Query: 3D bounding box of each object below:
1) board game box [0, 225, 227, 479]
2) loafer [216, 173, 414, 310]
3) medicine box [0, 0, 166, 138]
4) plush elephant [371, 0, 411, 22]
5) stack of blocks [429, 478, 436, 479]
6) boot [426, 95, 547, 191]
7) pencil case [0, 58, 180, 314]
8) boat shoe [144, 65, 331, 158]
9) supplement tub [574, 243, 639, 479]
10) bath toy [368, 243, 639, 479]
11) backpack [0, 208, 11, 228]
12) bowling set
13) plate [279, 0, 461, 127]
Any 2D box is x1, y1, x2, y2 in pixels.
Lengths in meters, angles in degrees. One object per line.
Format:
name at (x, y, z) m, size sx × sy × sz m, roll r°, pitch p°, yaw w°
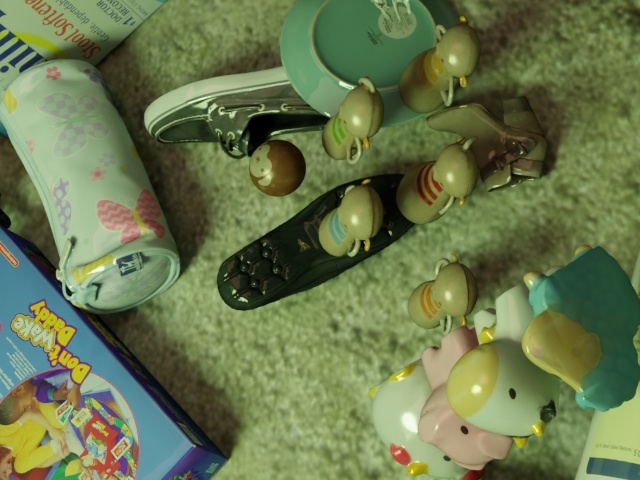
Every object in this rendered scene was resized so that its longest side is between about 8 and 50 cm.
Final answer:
board game box at (-0.291, 0.182, 1.675) m, size 0.233 × 0.078 × 0.347 m, roll -47°, pitch 62°, yaw 2°
loafer at (0.000, 0.000, 1.619) m, size 0.223 × 0.078 × 0.076 m, roll -28°, pitch 84°, yaw -6°
medicine box at (-0.322, -0.288, 1.740) m, size 0.289 × 0.263 × 0.149 m, roll -42°, pitch 62°, yaw 5°
plush elephant at (0.059, -0.414, 1.631) m, size 0.255 × 0.272 × 0.330 m, roll -42°, pitch 72°, yaw 3°
stack of blocks at (0.202, 0.337, 1.404) m, size 0.297 × 0.087 × 0.171 m, roll 19°, pitch 81°, yaw 31°
boot at (0.161, -0.089, 1.604) m, size 0.118 × 0.042 × 0.087 m, roll -11°, pitch 77°, yaw 27°
pencil case at (-0.241, -0.057, 1.714) m, size 0.124 × 0.113 × 0.273 m, roll -20°, pitch 63°, yaw -9°
boat shoe at (-0.071, -0.122, 1.693) m, size 0.228 × 0.080 × 0.076 m, roll -10°, pitch 68°, yaw 11°
supplement tub at (0.354, 0.106, 1.348) m, size 0.235 × 0.235 × 0.325 m, roll 13°, pitch 78°, yaw 25°
bath toy at (0.145, 0.130, 1.404) m, size 0.151 × 0.348 × 0.129 m, roll -26°, pitch 81°, yaw -29°
backpack at (-0.520, -0.014, 1.732) m, size 0.276 × 0.263 × 0.213 m, roll 24°, pitch 99°, yaw 27°
bowling set at (0.044, -0.055, 1.508) m, size 0.200 × 0.154 × 0.287 m, roll -1°, pitch 79°, yaw -14°
plate at (0.053, -0.199, 1.652) m, size 0.188 × 0.024 × 0.188 m, roll 0°, pitch 64°, yaw 0°
